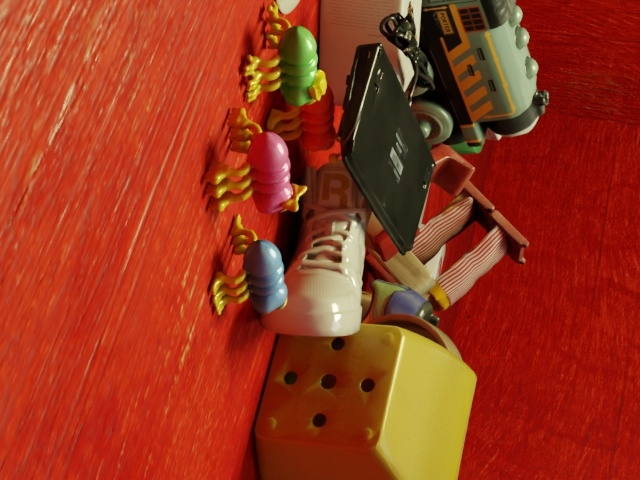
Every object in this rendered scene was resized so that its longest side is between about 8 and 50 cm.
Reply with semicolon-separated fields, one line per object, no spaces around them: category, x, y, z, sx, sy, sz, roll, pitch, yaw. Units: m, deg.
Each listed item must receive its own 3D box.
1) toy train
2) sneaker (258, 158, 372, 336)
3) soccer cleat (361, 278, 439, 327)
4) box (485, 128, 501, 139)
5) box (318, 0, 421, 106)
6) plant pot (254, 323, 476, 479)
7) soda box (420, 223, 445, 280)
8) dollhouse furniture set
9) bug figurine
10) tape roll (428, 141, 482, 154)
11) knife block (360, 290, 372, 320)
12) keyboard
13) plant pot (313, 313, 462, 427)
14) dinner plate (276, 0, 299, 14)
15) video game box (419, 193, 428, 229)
toy train;0.163;-0.246;1.592;0.334;0.190;0.142;62;36;-42
sneaker;0.000;0.000;1.345;0.292;0.108;0.169;-68;163;-80
soccer cleat;0.056;0.185;1.771;0.289;0.121;0.093;-63;162;18
box;0.174;-0.271;1.735;0.067;0.063;0.324;-55;133;-24
box;0.057;-0.247;1.431;0.130;0.091;0.171;-63;159;-58
plant pot;0.036;0.195;1.445;0.187;0.212;0.212;57;41;-54
soda box;0.173;0.072;2.328;0.069;0.073;0.216;86;17;-49
dollhouse furniture set;0.172;-0.005;1.827;0.201;0.152;0.374;-41;163;-4
bug figurine;-0.033;-0.073;1.169;0.216;0.072;0.279;82;21;-56
tape roll;0.195;-0.290;1.970;0.321;0.077;0.321;-3;90;-76
knife block;0.064;0.232;1.863;0.276;0.088;0.242;79;22;-62
keyboard;0.078;-0.121;1.359;0.317;0.033;0.202;54;51;-66
plant pot;0.105;0.221;1.634;0.109;0.237;0.237;30;64;-39
dinner plate;-0.020;-0.283;1.213;0.141;0.017;0.141;8;90;-79
video game box;0.150;-0.096;2.143;0.187;0.048;0.205;85;18;-58
